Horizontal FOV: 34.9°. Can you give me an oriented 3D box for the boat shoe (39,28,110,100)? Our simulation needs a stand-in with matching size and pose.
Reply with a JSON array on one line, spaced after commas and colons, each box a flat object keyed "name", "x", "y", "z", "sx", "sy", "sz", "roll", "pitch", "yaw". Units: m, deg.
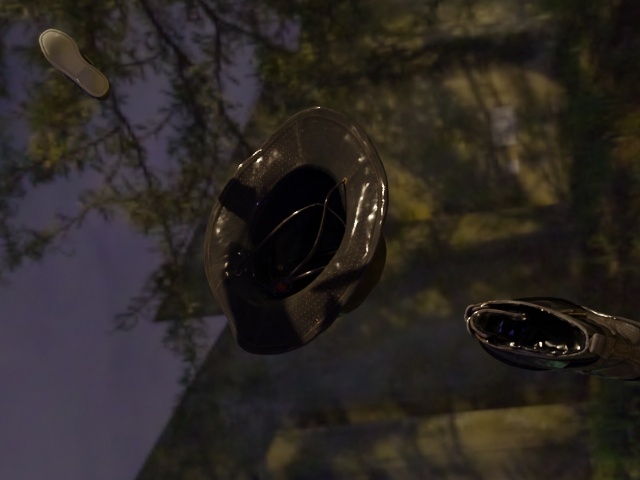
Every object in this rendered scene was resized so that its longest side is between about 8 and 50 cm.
[{"name": "boat shoe", "x": -0.341, "y": -0.243, "z": 1.419, "sx": 0.125, "sy": 0.046, "sz": 0.038, "roll": 40, "pitch": 169, "yaw": 5}]

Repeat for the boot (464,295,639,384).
[{"name": "boot", "x": 0.228, "y": 0.095, "z": 1.094, "sx": 0.229, "sy": 0.263, "sz": 0.091, "roll": 15, "pitch": -97, "yaw": -45}]

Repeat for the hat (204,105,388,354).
[{"name": "hat", "x": 0.000, "y": 0.000, "z": 1.301, "sx": 0.134, "sy": 0.331, "sz": 0.331, "roll": 24, "pitch": -127, "yaw": -40}]
